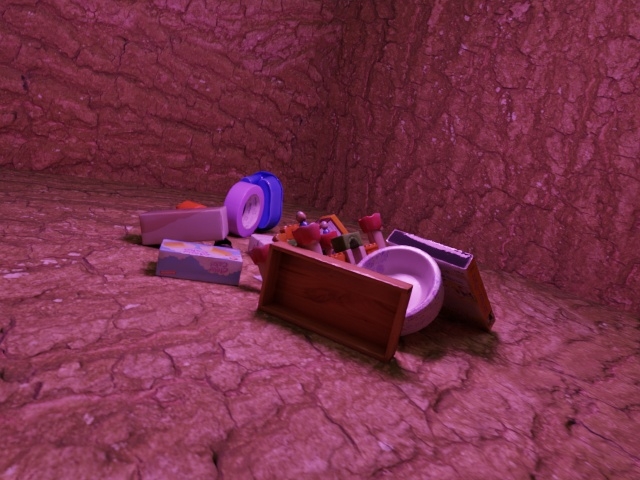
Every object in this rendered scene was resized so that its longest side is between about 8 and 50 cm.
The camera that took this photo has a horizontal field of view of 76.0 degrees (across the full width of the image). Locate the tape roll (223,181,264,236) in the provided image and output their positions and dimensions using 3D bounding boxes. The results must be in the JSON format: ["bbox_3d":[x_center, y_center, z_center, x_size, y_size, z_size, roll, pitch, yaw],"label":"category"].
[{"bbox_3d":[-0.393,-0.159,2.111,0.090,0.275,0.274,16,11,17],"label":"tape roll"}]

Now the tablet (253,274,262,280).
[{"bbox_3d":[-0.197,0.142,1.487,0.083,0.006,0.054,20,12,35],"label":"tablet"}]

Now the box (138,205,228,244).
[{"bbox_3d":[-0.531,-0.061,1.622,0.310,0.121,0.148,-4,11,-5],"label":"box"}]

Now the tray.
[{"bbox_3d":[0.028,0.157,1.131,0.410,0.203,0.076,18,13,25],"label":"tray"}]

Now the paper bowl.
[{"bbox_3d":[0.241,0.166,1.283,0.284,0.284,0.148,22,-30,40],"label":"paper bowl"}]

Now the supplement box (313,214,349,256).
[{"bbox_3d":[0.000,0.000,1.779,0.129,0.194,0.191,52,-13,-10],"label":"supplement box"}]

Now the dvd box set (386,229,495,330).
[{"bbox_3d":[0.434,0.146,1.453,0.307,0.062,0.420,23,-22,44],"label":"dvd box set"}]

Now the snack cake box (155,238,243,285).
[{"bbox_3d":[-0.403,0.071,1.378,0.264,0.089,0.152,9,10,-19],"label":"snack cake box"}]

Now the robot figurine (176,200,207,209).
[{"bbox_3d":[-0.626,-0.122,2.042,0.219,0.128,0.158,18,-16,29],"label":"robot figurine"}]

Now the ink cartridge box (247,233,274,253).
[{"bbox_3d":[-0.198,0.048,1.755,0.158,0.092,0.217,7,14,-33],"label":"ink cartridge box"}]

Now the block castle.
[{"bbox_3d":[0.001,0.013,1.435,0.302,0.213,0.453,-22,-6,38],"label":"block castle"}]

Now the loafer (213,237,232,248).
[{"bbox_3d":[-0.389,0.024,1.676,0.080,0.079,0.220,9,11,-24],"label":"loafer"}]

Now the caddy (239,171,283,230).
[{"bbox_3d":[-0.341,-0.219,2.326,0.241,0.342,0.179,9,12,19],"label":"caddy"}]
